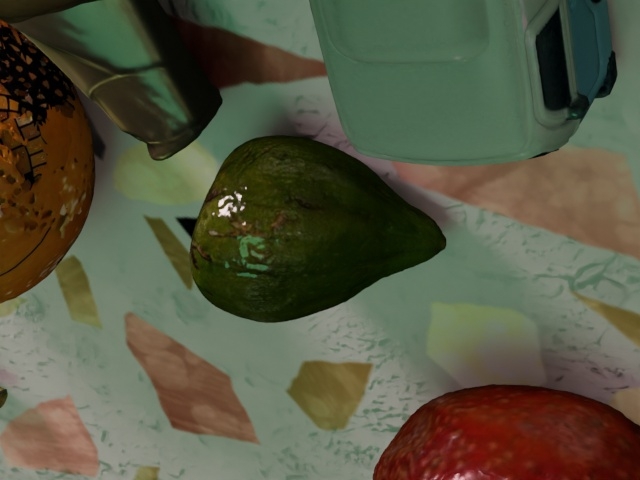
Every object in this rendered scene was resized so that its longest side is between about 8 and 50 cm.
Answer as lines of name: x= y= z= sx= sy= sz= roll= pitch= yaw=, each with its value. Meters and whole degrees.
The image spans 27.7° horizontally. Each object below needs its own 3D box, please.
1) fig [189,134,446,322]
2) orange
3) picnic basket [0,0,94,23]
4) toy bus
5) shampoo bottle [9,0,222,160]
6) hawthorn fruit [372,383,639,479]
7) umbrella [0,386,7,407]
fig: x=0.000 y=0.000 z=0.832 sx=0.156 sy=0.123 sz=0.123 roll=17 pitch=133 yaw=0
orange: x=-0.269 y=-0.053 z=0.895 sx=0.234 sy=0.182 sz=0.234 roll=8 pitch=135 yaw=8
picnic basket: x=-0.197 y=-0.259 z=0.573 sx=0.337 sy=0.293 sz=0.337 roll=-3 pitch=125 yaw=-5
toy bus: x=0.059 y=-0.160 z=0.633 sx=0.133 sy=0.165 sz=0.271 roll=3 pitch=127 yaw=26
shampoo bottle: x=-0.189 y=-0.199 z=0.792 sx=0.125 sy=0.084 sz=0.350 roll=-24 pitch=113 yaw=37
hawthorn fruit: x=0.153 y=0.197 z=0.851 sx=0.253 sy=0.205 sz=0.205 roll=4 pitch=127 yaw=25
umbrella: x=-0.342 y=0.115 z=1.157 sx=0.143 sy=0.040 sz=0.037 roll=21 pitch=140 yaw=17
